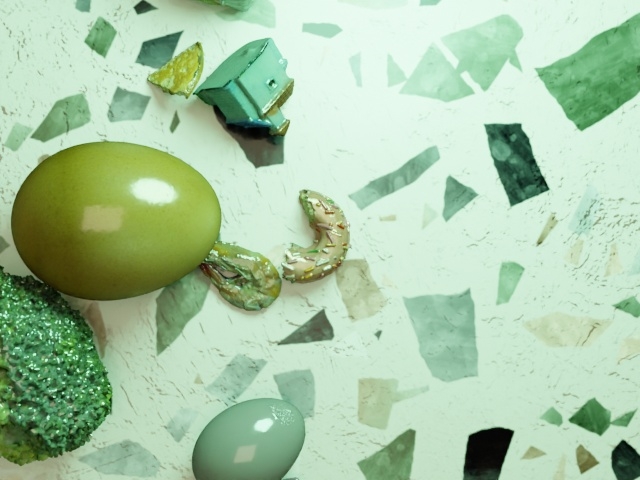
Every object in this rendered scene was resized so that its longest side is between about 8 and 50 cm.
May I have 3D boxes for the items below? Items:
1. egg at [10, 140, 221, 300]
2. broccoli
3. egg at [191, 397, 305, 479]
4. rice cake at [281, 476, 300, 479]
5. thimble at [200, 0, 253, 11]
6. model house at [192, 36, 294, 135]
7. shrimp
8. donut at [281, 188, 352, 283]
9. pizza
[{"bbox_3d":[-0.317,-0.032,1.417,0.323,0.250,0.250,-5,87,-9],"label":"egg"},{"bbox_3d":[-0.499,0.205,1.366,0.302,0.249,0.375,-37,115,-3],"label":"broccoli"},{"bbox_3d":[-0.115,0.337,1.470,0.199,0.146,0.146,-27,90,-13],"label":"egg"},{"bbox_3d":[-0.166,0.457,1.506,0.290,0.051,0.081,-10,87,-6],"label":"rice cake"},{"bbox_3d":[-0.169,-0.531,1.503,0.254,0.167,0.288,-21,88,-6],"label":"thimble"},{"bbox_3d":[-0.107,-0.244,1.535,0.148,0.119,0.148,-51,118,-28],"label":"model house"},{"bbox_3d":[-0.155,0.051,1.536,0.190,0.042,0.101,29,92,-5],"label":"shrimp"},{"bbox_3d":[0.000,0.000,1.543,0.117,0.065,0.166,13,87,-4],"label":"donut"},{"bbox_3d":[-0.247,-0.285,1.544,0.109,0.026,0.123,-5,56,24],"label":"pizza"}]
